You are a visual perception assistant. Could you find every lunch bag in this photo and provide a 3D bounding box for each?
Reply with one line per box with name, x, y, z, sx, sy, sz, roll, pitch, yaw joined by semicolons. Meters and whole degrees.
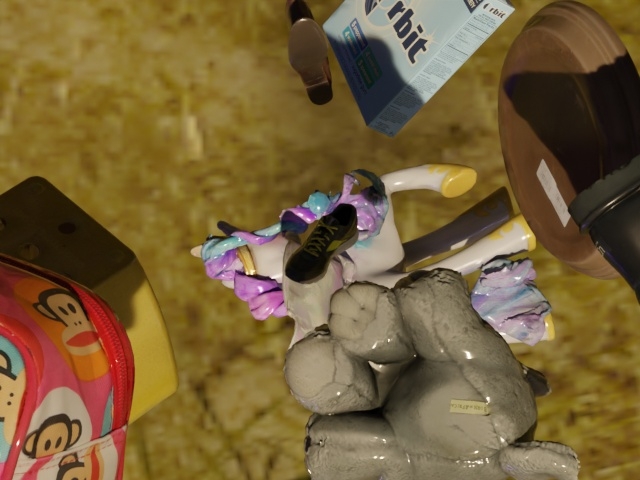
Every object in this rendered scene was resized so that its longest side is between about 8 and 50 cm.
lunch bag;-0.239;0.138;1.025;0.258;0.120;0.293;18;107;23

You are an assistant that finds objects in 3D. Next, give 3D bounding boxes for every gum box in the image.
gum box;0.093;-0.221;1.953;0.184;0.041;0.157;-45;44;25

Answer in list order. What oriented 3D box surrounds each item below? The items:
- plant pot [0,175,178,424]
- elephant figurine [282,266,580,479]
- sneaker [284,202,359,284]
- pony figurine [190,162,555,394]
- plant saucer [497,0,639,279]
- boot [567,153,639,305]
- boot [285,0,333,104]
plant pot;-0.270;0.070;1.834;0.212;0.212;0.187;38;143;24
elephant figurine;0.073;0.107;1.338;0.169;0.239;0.186;-18;76;5
sneaker;0.000;0.000;1.480;0.031;0.083;0.035;25;136;21
pony figurine;0.056;0.068;2.107;0.303;0.363;0.351;80;177;-46
plant saucer;0.243;-0.094;1.920;0.278;0.041;0.278;167;90;-70
boot;0.347;-0.004;1.558;0.246;0.094;0.207;-33;77;-3
boot;-0.017;-0.197;1.813;0.106;0.037;0.114;80;179;-48
